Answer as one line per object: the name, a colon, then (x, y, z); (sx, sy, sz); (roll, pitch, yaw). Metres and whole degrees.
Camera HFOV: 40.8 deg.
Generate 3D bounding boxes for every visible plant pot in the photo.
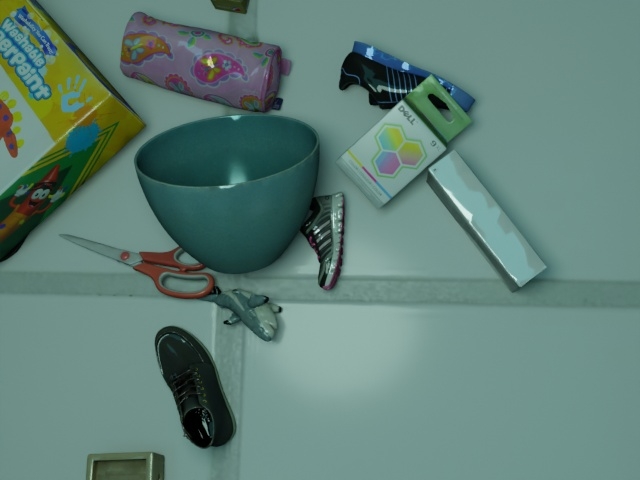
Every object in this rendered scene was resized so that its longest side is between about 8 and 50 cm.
plant pot: (-0.137, -0.062, 1.388); (0.290, 0.290, 0.195); (-3, 118, 6)

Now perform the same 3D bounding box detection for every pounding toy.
pounding toy: (-0.328, 0.427, 1.419); (0.130, 0.100, 0.141); (-3, 71, 5)

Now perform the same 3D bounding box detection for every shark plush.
shark plush: (-0.142, 0.114, 1.442); (0.161, 0.073, 0.067); (20, 78, 12)

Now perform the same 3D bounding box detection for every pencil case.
pencil case: (-0.201, -0.308, 1.488); (0.284, 0.124, 0.124); (14, 84, 7)

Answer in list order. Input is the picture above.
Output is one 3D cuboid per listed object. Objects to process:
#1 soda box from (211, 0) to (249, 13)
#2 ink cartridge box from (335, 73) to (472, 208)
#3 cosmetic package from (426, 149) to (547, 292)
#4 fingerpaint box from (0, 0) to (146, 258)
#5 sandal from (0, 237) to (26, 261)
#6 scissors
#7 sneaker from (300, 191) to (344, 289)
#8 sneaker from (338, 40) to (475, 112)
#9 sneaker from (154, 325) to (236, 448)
soda box: (-0.146, -0.504, 1.535); (0.061, 0.058, 0.181); (11, 83, 8)
ink cartridge box: (0.137, -0.162, 1.416); (0.209, 0.062, 0.109); (-41, 94, 16)
cosmetic package: (0.268, -0.031, 1.405); (0.060, 0.099, 0.239); (-36, 81, 1)
fingerpaint box: (-0.587, -0.245, 1.478); (0.371, 0.163, 0.445); (-43, 73, -1)
sandal: (-0.536, -0.036, 1.522); (0.067, 0.040, 0.179); (44, 89, 10)
scissors: (-0.324, 0.041, 1.485); (0.297, 0.021, 0.109); (5, 66, 7)
sneaker: (0.000, 0.000, 1.449); (0.074, 0.063, 0.170); (2, 78, 6)
sneaker: (0.143, -0.255, 1.465); (0.232, 0.081, 0.090); (26, 100, 9)
sneaker: (-0.213, 0.235, 1.410); (0.083, 0.118, 0.222); (-32, 80, 1)
